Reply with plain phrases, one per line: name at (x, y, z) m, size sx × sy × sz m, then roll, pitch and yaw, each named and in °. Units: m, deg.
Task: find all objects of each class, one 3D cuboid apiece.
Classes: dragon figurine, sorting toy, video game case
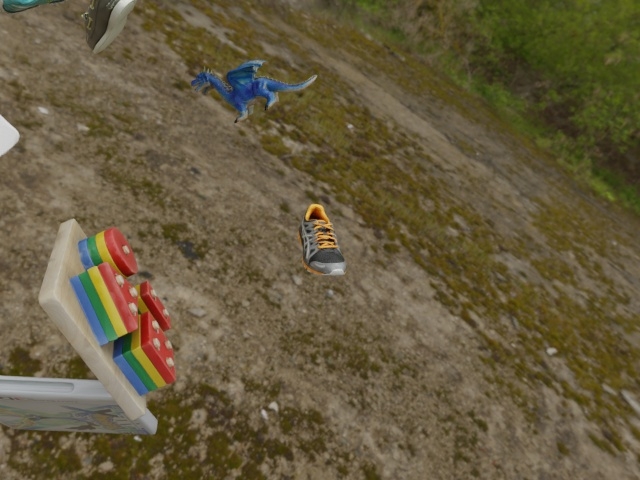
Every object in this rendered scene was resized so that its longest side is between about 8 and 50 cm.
dragon figurine at (-0.164, -0.369, 1.238) m, size 0.144 × 0.288 × 0.085 m, roll 66°, pitch 24°, yaw -19°
sorting toy at (-0.329, 0.108, 0.874) m, size 0.257 × 0.089 × 0.256 m, roll -123°, pitch -170°, yaw -58°
video game case at (-0.486, 0.315, 1.000) m, size 0.299 × 0.329 × 0.036 m, roll 4°, pitch 61°, yaw -4°

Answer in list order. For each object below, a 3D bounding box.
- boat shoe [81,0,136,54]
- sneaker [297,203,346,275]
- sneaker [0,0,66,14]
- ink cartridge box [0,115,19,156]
boat shoe at (-0.591, -0.607, 1.453) m, size 0.091 × 0.305 × 0.109 m, roll 42°, pitch 63°, yaw -22°
sneaker at (0.000, 0.000, 1.109) m, size 0.084 × 0.083 × 0.215 m, roll 0°, pitch 31°, yaw -21°
sneaker at (-0.709, -0.660, 1.376) m, size 0.109 × 0.107 × 0.275 m, roll 4°, pitch 43°, yaw 39°
ink cartridge box at (-0.452, -0.049, 0.462) m, size 0.119 × 0.354 × 0.207 m, roll 11°, pitch -34°, yaw 45°
